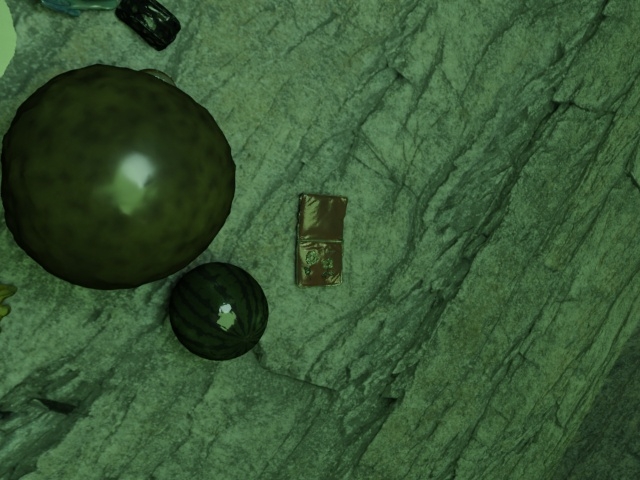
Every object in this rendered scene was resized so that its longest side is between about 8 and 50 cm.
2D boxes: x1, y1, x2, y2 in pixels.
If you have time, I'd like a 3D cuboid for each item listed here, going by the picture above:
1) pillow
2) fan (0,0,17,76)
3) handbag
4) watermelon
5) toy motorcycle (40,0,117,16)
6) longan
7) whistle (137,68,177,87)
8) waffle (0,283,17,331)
[{"bbox_3d":[0.000,0.000,1.435,0.126,0.043,0.232,-3,103,-27],"label":"pillow"},{"bbox_3d":[-0.658,-0.436,0.988,0.233,0.012,0.414,-18,113,-24],"label":"fan"},{"bbox_3d":[-0.311,-0.408,1.108,0.115,0.139,0.072,38,92,-31],"label":"handbag"},{"bbox_3d":[-0.216,0.148,1.264,0.212,0.212,0.212,-7,106,-26],"label":"watermelon"},{"bbox_3d":[-0.422,-0.484,1.002,0.206,0.154,0.260,-42,152,24],"label":"toy motorcycle"},{"bbox_3d":[-0.348,-0.106,1.040,0.391,0.391,0.390,-7,106,-26],"label":"longan"},{"bbox_3d":[-0.371,-0.279,1.161,0.220,0.057,0.107,-6,120,-22],"label":"whistle"},{"bbox_3d":[-0.708,0.124,1.085,0.250,0.056,0.261,42,80,-30],"label":"waffle"}]
